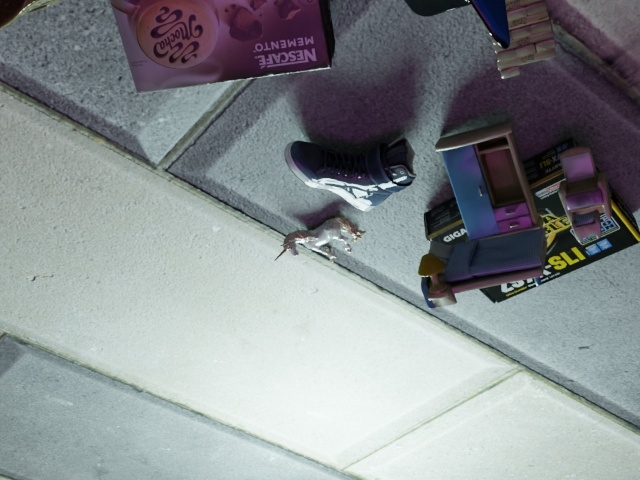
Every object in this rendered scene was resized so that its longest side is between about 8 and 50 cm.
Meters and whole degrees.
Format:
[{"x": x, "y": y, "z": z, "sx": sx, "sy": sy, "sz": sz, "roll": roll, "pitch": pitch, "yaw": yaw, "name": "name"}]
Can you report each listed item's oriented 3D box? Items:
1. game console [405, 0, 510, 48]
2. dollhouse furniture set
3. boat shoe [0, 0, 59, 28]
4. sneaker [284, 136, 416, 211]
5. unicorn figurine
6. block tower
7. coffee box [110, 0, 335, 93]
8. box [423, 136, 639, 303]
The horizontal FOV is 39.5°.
[{"x": 0.106, "y": -0.379, "z": 1.137, "sx": 0.250, "sy": 0.173, "sz": 0.293, "roll": -2, "pitch": 137, "yaw": 51, "name": "game console"}, {"x": 0.300, "y": -0.054, "z": 1.430, "sx": 0.287, "sy": 0.303, "sz": 0.198, "roll": -13, "pitch": 110, "yaw": 24, "name": "dollhouse furniture set"}, {"x": -0.397, "y": -0.399, "z": 1.302, "sx": 0.285, "sy": 0.089, "sz": 0.104, "roll": -20, "pitch": 108, "yaw": 18, "name": "boat shoe"}, {"x": 0.064, "y": -0.140, "z": 1.550, "sx": 0.226, "sy": 0.086, "sz": 0.163, "roll": 23, "pitch": 145, "yaw": -35, "name": "sneaker"}, {"x": 0.000, "y": 0.000, "z": 1.748, "sx": 0.162, "sy": 0.060, "sz": 0.111, "roll": -41, "pitch": 124, "yaw": 17, "name": "unicorn figurine"}, {"x": 0.262, "y": -0.395, "z": 1.271, "sx": 0.097, "sy": 0.090, "sz": 0.335, "roll": -12, "pitch": 137, "yaw": 16, "name": "block tower"}, {"x": -0.137, "y": -0.330, "z": 1.307, "sx": 0.297, "sy": 0.118, "sz": 0.168, "roll": -6, "pitch": 123, "yaw": 7, "name": "coffee box"}, {"x": 0.400, "y": -0.026, "z": 1.688, "sx": 0.322, "sy": 0.079, "sz": 0.257, "roll": -27, "pitch": 132, "yaw": 28, "name": "box"}]
